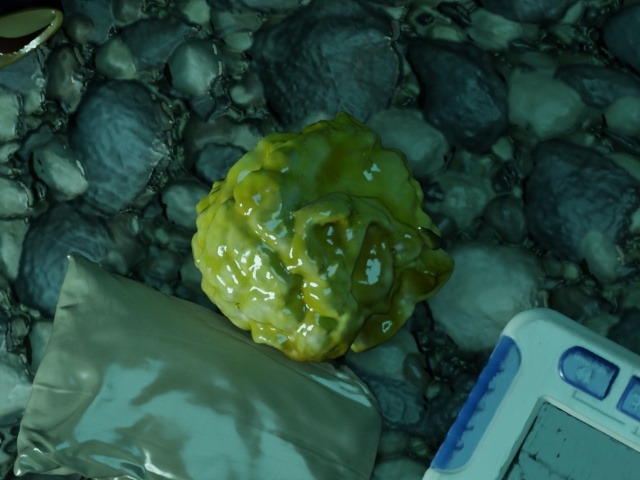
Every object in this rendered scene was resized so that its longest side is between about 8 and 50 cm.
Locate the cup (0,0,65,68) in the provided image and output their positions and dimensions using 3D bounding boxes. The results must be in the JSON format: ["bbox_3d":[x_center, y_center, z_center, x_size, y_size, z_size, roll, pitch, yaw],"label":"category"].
[{"bbox_3d":[-0.308,-0.199,1.460,0.166,0.239,0.177,-21,83,-47],"label":"cup"}]

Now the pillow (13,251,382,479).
[{"bbox_3d":[-0.090,0.134,1.410,0.270,0.067,0.173,22,73,4],"label":"pillow"}]

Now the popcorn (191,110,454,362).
[{"bbox_3d":[0.000,0.000,1.401,0.180,0.170,0.180,-7,101,-40],"label":"popcorn"}]

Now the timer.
[{"bbox_3d":[0.212,0.176,1.399,0.253,0.078,0.178,29,82,6],"label":"timer"}]
